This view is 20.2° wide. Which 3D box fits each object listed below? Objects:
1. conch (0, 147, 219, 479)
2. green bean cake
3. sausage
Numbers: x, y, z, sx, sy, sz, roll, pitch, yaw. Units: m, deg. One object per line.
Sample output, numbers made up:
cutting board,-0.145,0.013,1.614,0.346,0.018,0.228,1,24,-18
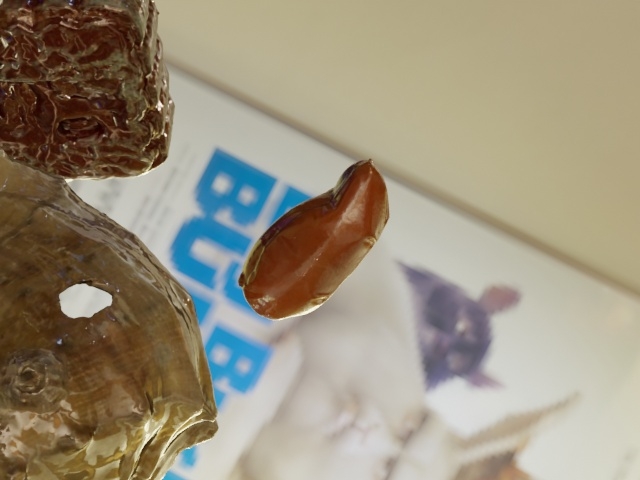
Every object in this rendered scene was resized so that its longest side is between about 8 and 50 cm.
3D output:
conch,-0.174,0.091,1.196,0.263,0.186,0.324,-11,96,-41
green bean cake,-0.238,-0.149,1.634,0.233,0.198,0.097,90,1,-49
sausage,0.000,0.000,1.678,0.179,0.089,0.089,-45,177,10
